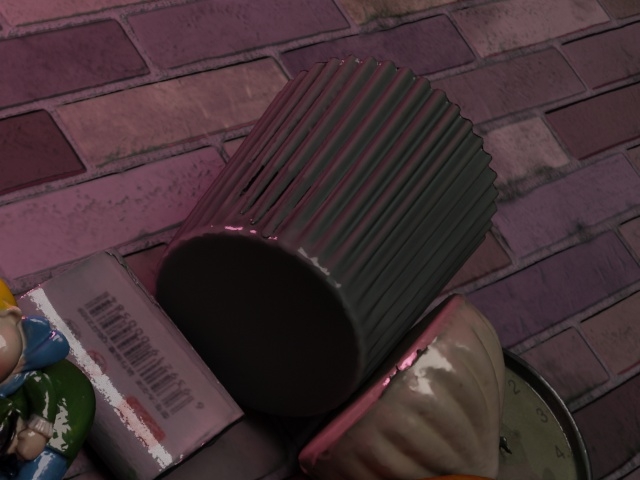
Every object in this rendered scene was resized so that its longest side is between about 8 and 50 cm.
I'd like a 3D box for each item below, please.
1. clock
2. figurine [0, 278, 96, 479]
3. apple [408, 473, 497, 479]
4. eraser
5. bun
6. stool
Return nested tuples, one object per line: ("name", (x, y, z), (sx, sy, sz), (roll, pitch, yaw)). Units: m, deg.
("clock", (0.205, 0.243, 2.056), (0.280, 0.055, 0.280), (24, 45, -26))
("figurine", (-0.318, 0.129, 1.588), (0.234, 0.127, 0.185), (54, 48, -35))
("apple", (0.118, 0.352, 1.729), (0.264, 0.264, 0.264), (24, 45, -25))
("eraser", (-0.200, 0.132, 1.770), (0.227, 0.081, 0.174), (51, 36, 6))
("bun", (0.117, 0.200, 1.850), (0.175, 0.263, 0.263), (45, 39, -1))
("stool", (0.000, 0.000, 1.907), (0.297, 0.297, 0.330), (43, 44, -4))
